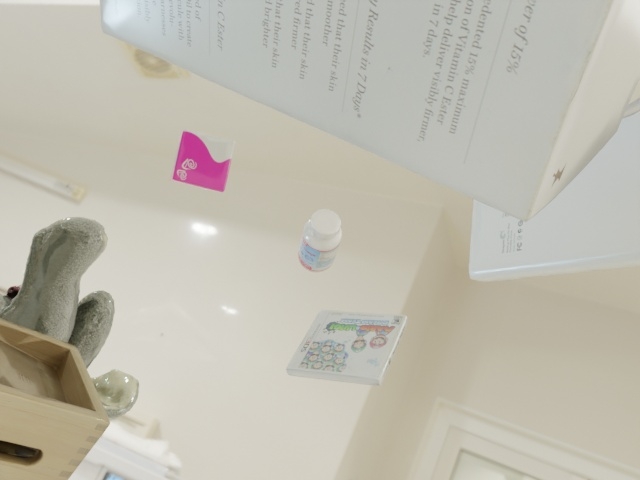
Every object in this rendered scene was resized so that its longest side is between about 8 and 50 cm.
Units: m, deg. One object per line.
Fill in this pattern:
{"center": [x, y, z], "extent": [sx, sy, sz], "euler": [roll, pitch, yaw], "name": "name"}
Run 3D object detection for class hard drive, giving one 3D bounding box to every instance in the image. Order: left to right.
{"center": [0.327, -0.057, 0.846], "extent": [0.040, 0.203, 0.308], "euler": [15, -15, -30], "name": "hard drive"}

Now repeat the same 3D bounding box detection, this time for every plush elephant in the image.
{"center": [-0.366, 0.137, 0.751], "extent": [0.272, 0.329, 0.255], "euler": [-6, -8, -9], "name": "plush elephant"}

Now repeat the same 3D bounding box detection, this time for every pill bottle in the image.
{"center": [0.000, 0.000, 1.427], "extent": [0.087, 0.087, 0.160], "euler": [23, -32, 5], "name": "pill bottle"}

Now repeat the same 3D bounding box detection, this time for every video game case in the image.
{"center": [0.043, 0.164, 0.999], "extent": [0.157, 0.143, 0.019], "euler": [1, -55, 28], "name": "video game case"}

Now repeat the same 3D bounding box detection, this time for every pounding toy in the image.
{"center": [-0.268, 0.125, 0.497], "extent": [0.141, 0.100, 0.130], "euler": [35, 3, -43], "name": "pounding toy"}

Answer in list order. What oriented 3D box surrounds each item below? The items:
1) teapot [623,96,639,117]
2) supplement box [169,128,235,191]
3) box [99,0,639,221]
{"center": [0.267, -0.295, 0.699], "extent": [0.187, 0.252, 0.256], "euler": [-15, -40, 32], "name": "teapot"}
{"center": [-0.263, -0.171, 1.392], "extent": [0.114, 0.111, 0.220], "euler": [13, 1, -17], "name": "supplement box"}
{"center": [0.033, -0.198, 0.395], "extent": [0.345, 0.168, 0.215], "euler": [29, -50, 26], "name": "box"}
